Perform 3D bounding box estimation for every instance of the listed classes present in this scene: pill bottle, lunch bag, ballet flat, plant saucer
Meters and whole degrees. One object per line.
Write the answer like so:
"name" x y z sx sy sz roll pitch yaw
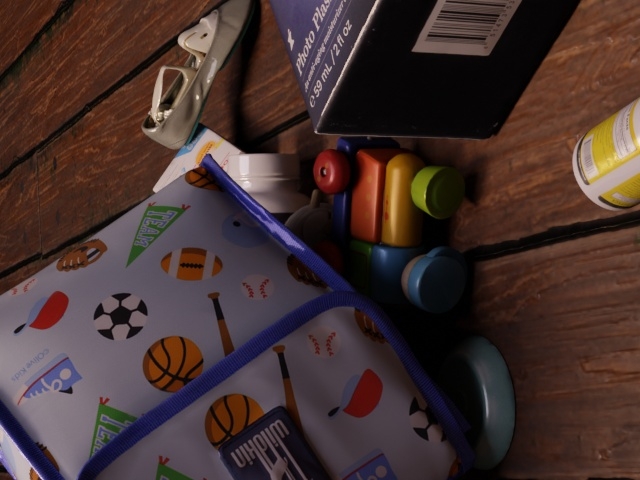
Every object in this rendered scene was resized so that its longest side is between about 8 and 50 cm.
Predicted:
"pill bottle" -0.060 0.003 1.543 0.108 0.108 0.193 179 89 -65
"lunch bag" -0.101 0.157 1.249 0.385 0.328 0.239 45 159 29
"pill bottle" 0.232 -0.068 0.978 0.116 0.065 0.065 143 122 -60
"ballet flat" -0.150 -0.211 1.694 0.213 0.068 0.072 -63 27 9
"plant saucer" 0.131 0.144 1.250 0.119 0.021 0.119 178 90 -64

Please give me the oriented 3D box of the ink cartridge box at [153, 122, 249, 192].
"ink cartridge box" -0.121 -0.064 1.674 0.104 0.061 0.181 -56 31 1

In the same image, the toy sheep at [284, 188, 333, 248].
"toy sheep" 0.000 0.000 1.447 0.132 0.091 0.091 106 155 -70

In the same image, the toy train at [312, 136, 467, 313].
"toy train" 0.074 -0.060 1.282 0.143 0.105 0.248 17 106 53

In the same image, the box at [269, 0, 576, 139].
"box" 0.077 -0.287 1.165 0.296 0.183 0.294 118 143 -45
